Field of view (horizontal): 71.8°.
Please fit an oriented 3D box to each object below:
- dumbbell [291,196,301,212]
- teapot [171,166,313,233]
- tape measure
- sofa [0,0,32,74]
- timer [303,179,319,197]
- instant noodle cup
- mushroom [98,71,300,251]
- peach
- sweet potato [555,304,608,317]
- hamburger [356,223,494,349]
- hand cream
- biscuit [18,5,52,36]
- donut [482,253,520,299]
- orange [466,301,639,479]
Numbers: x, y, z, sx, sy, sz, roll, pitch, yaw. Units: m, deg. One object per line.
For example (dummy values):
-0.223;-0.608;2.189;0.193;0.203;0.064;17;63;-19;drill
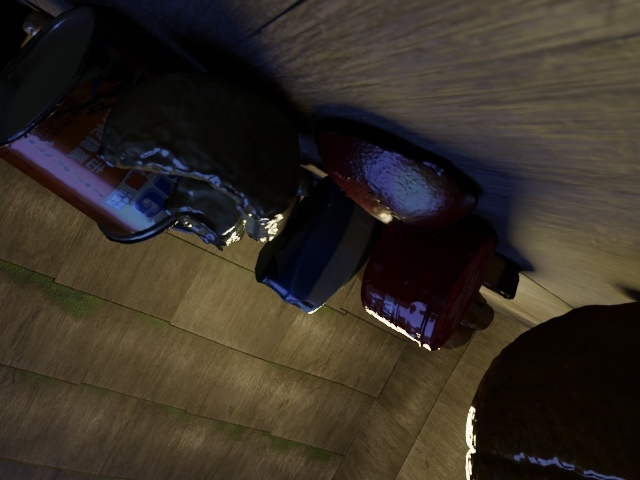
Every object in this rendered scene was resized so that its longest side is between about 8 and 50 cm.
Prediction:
-0.179;-0.142;1.206;0.185;0.185;0.388;29;-179;-25;dumbbell
-0.190;-0.164;0.914;0.239;0.322;0.239;-70;-38;-74;teapot
0.000;0.002;0.884;0.138;0.262;0.259;37;-175;-15;tape measure
-0.690;-0.421;0.966;0.258;0.182;0.200;29;-179;-1;sofa
0.069;-0.062;1.183;0.250;0.091;0.232;25;180;-1;timer
-0.312;-0.168;0.639;0.296;0.296;0.214;29;173;37;instant noodle cup
-0.102;-0.103;0.549;0.164;0.189;0.267;2;148;41;mushroom
0.062;-0.071;0.542;0.189;0.068;0.279;31;180;-24;peach
0.414;0.117;0.540;0.226;0.068;0.068;9;166;47;sweet potato
0.216;0.093;0.925;0.319;0.158;0.318;34;-161;-13;hamburger
0.158;0.051;0.649;0.125;0.193;0.193;29;180;31;hand cream
-0.476;-0.375;0.878;0.219;0.055;0.061;29;170;-33;biscuit
0.303;0.056;0.805;0.141;0.059;0.140;28;-178;-1;donut
0.310;0.208;0.392;0.322;0.322;0.357;29;153;-8;orange
